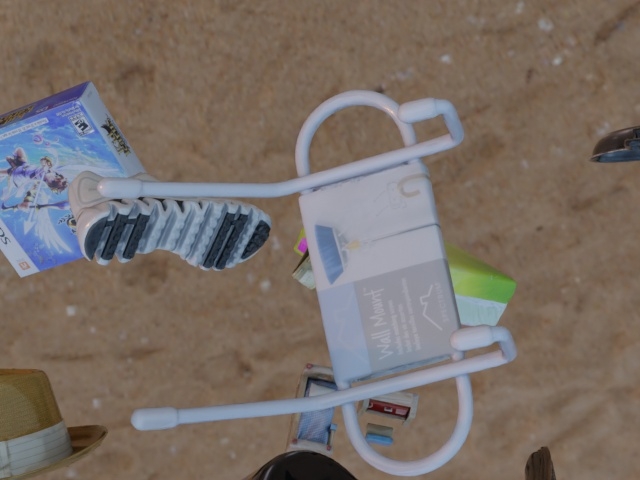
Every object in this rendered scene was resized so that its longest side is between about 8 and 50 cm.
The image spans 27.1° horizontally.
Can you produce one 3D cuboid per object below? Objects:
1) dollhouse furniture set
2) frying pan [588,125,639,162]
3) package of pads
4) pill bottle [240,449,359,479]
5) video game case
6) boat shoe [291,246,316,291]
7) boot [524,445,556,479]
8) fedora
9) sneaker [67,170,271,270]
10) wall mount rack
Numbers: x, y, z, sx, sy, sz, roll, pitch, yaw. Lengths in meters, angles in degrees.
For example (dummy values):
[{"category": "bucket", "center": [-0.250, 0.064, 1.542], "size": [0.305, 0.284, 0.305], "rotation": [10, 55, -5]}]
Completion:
[{"category": "dollhouse furniture set", "center": [0.049, 0.277, 2.012], "size": [0.183, 0.129, 0.129], "rotation": [12, 159, -3]}, {"category": "frying pan", "center": [0.464, -0.145, 1.985], "size": [0.197, 0.053, 0.326], "rotation": [-9, 174, 43]}, {"category": "package of pads", "center": [0.130, 0.040, 2.094], "size": [0.296, 0.229, 0.101], "rotation": [14, 104, -44]}, {"category": "pill bottle", "center": [-0.061, 0.249, 0.963], "size": [0.122, 0.123, 0.219], "rotation": [18, 137, -37]}, {"category": "video game case", "center": [-0.398, -0.084, 1.986], "size": [0.269, 0.061, 0.244], "rotation": [-17, 121, 22]}, {"category": "boat shoe", "center": [-0.001, 0.001, 1.920], "size": [0.048, 0.153, 0.056], "rotation": [31, 147, -18]}, {"category": "boot", "center": [0.202, 0.306, 1.422], "size": [0.106, 0.219, 0.082], "rotation": [-8, 123, 15]}, {"category": "fedora", "center": [-0.261, 0.140, 1.007], "size": [0.194, 0.079, 0.194], "rotation": [-10, -178, 0]}, {"category": "sneaker", "center": [-0.189, -0.035, 1.703], "size": [0.292, 0.118, 0.110], "rotation": [7, 124, -41]}, {"category": "wall mount rack", "center": [-0.009, 0.027, 1.104], "size": [0.304, 0.350, 0.130], "rotation": [-15, 159, 11]}]
